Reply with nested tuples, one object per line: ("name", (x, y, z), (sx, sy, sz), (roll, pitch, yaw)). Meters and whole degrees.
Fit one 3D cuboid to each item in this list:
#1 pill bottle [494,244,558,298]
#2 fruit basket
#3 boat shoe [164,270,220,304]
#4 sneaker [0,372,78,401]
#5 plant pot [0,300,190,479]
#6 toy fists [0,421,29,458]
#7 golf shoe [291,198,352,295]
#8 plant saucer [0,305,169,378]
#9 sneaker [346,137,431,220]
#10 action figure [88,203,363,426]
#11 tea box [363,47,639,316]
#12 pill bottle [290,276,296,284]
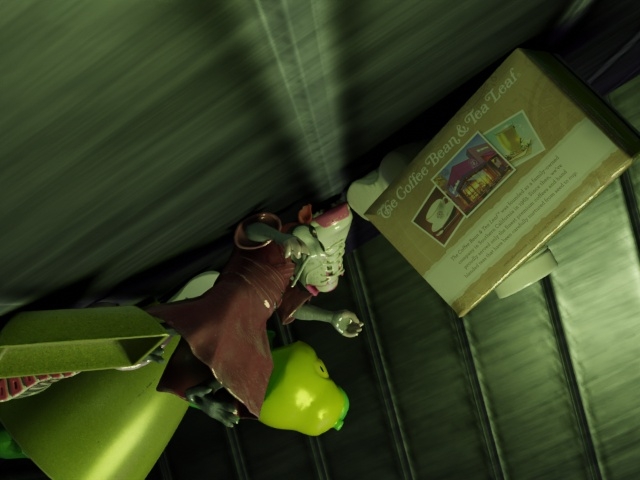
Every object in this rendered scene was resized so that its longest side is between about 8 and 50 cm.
("pill bottle", (0.319, -0.058, 1.614), (0.176, 0.319, 0.176), (-29, 175, -3))
("fruit basket", (-0.120, 0.233, 1.659), (0.391, 0.283, 0.392), (3, 177, 0))
("boat shoe", (-0.224, 0.088, 1.473), (0.142, 0.049, 0.040), (-35, -153, 26))
("sneaker", (-0.401, 0.184, 1.230), (0.170, 0.063, 0.075), (-25, 174, -8))
("plant pot", (-0.328, 0.252, 1.398), (0.293, 0.275, 0.275), (-45, 178, -10))
("toy fists", (-0.563, 0.354, 1.655), (0.142, 0.096, 0.279), (-9, -176, 20))
("golf shoe", (0.011, 0.018, 1.607), (0.115, 0.140, 0.306), (-28, 173, -19))
("plant saucer", (-0.292, 0.117, 0.986), (0.188, 0.045, 0.188), (-1, 162, -26))
("sneaker", (0.123, -0.105, 1.430), (0.094, 0.080, 0.212), (-40, 180, -33))
("action figure", (-0.112, 0.087, 1.237), (0.275, 0.248, 0.370), (4, -138, 29))
("tea box", (0.293, -0.097, 1.286), (0.329, 0.220, 0.323), (-48, 168, 26))
("pill bottle", (-0.153, 0.127, 1.918), (0.180, 0.108, 0.108), (-32, 175, 26))
